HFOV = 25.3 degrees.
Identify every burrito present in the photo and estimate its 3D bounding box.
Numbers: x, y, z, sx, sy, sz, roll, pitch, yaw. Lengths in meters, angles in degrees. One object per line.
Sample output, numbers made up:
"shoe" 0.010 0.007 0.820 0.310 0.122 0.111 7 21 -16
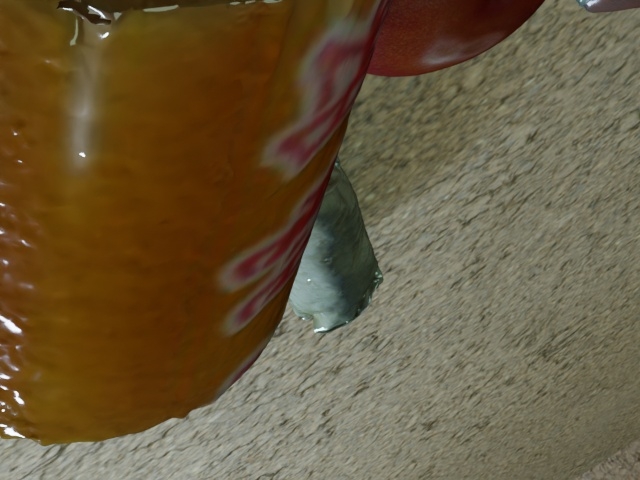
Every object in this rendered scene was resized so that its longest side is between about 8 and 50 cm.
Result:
"burrito" 0.000 0.000 1.088 0.082 0.059 0.275 -41 159 -8

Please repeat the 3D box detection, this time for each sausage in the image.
"sausage" -0.097 -0.078 0.561 0.233 0.233 0.287 -24 156 -28

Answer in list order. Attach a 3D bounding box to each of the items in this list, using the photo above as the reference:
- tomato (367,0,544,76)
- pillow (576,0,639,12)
"tomato" 0.052 -0.170 0.718 0.195 0.136 0.195 -30 157 -15
"pillow" 0.268 -0.240 0.979 0.171 0.075 0.179 -21 154 -35
